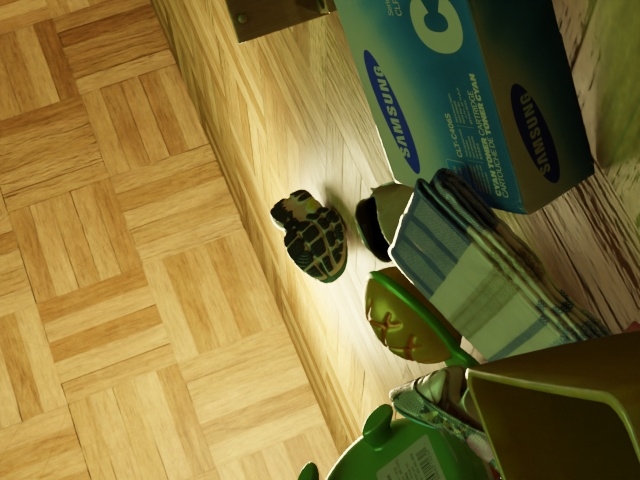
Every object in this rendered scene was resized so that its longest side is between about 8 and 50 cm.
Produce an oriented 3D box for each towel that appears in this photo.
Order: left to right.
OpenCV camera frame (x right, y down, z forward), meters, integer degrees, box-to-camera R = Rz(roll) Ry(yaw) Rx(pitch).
[{"bbox_3d":[0.168,0.076,0.862,0.285,0.034,0.209,46,165,10],"label":"towel"}]

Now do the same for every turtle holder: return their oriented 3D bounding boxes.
[{"bbox_3d":[0.108,0.385,1.363,0.227,0.320,0.243,31,175,-38],"label":"turtle holder"}]

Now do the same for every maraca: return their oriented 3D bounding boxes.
[{"bbox_3d":[0.124,0.103,1.298,0.185,0.099,0.127,44,173,-2],"label":"maraca"}]

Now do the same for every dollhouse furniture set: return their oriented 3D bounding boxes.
[{"bbox_3d":[-0.051,-0.323,1.302,0.151,0.123,0.144,-143,34,-74],"label":"dollhouse furniture set"}]

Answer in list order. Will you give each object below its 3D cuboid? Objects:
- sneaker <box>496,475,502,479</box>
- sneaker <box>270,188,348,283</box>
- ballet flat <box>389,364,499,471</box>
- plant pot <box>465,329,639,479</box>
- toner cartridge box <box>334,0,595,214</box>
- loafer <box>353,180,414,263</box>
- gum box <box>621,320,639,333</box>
[{"bbox_3d":[0.231,0.251,1.035,0.087,0.083,0.221,58,177,-4],"label":"sneaker"},{"bbox_3d":[0.000,0.000,1.872,0.110,0.107,0.275,53,-176,-27],"label":"sneaker"},{"bbox_3d":[0.163,0.188,1.226,0.221,0.077,0.079,28,124,48],"label":"ballet flat"},{"bbox_3d":[0.215,0.131,0.516,0.212,0.187,0.212,155,94,-81],"label":"plant pot"},{"bbox_3d":[0.076,-0.196,0.779,0.165,0.075,0.348,21,137,57],"label":"toner cartridge box"},{"bbox_3d":[0.084,-0.024,1.251,0.268,0.092,0.102,131,119,-80],"label":"loafer"},{"bbox_3d":[0.237,0.157,0.710,0.107,0.062,0.188,23,139,40],"label":"gum box"}]
